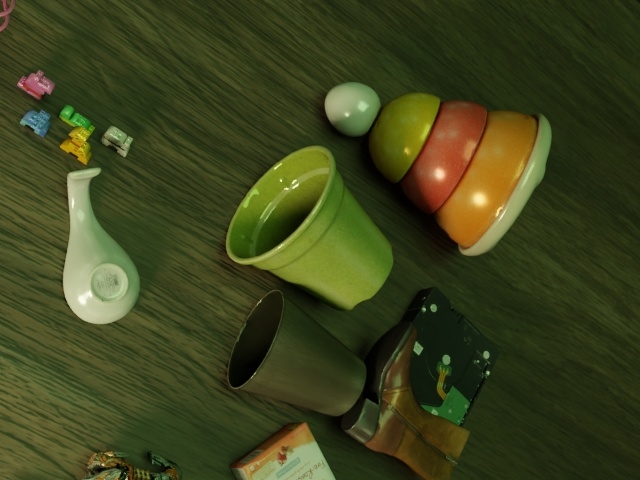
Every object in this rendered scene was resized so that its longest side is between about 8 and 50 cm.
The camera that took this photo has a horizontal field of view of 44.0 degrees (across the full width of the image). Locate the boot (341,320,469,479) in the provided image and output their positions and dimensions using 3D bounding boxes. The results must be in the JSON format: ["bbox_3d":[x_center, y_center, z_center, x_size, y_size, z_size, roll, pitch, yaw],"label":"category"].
[{"bbox_3d":[0.208,0.335,1.606,0.280,0.096,0.264,34,63,-21],"label":"boot"}]

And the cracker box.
[{"bbox_3d":[-0.047,0.485,1.505,0.155,0.067,0.232,-30,95,-32],"label":"cracker box"}]

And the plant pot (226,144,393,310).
[{"bbox_3d":[0.000,0.000,1.558,0.254,0.276,0.276,42,60,-30],"label":"plant pot"}]

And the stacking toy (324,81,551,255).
[{"bbox_3d":[0.229,-0.213,1.755,0.479,0.350,0.351,27,64,-3],"label":"stacking toy"}]

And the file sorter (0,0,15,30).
[{"bbox_3d":[-0.604,-0.411,1.254,0.202,0.290,0.182,-10,86,-33],"label":"file sorter"}]

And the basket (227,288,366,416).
[{"bbox_3d":[-0.037,0.237,1.527,0.227,0.154,0.204,33,64,-25],"label":"basket"}]

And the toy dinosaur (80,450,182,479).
[{"bbox_3d":[-0.264,0.483,1.334,0.321,0.164,0.218,24,48,-2],"label":"toy dinosaur"}]

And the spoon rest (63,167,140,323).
[{"bbox_3d":[-0.400,0.012,1.411,0.137,0.084,0.276,-13,99,-32],"label":"spoon rest"}]

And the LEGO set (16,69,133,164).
[{"bbox_3d":[-0.443,-0.208,1.415,0.227,0.093,0.087,34,63,-20],"label":"LEGO set"}]

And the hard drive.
[{"bbox_3d":[0.233,0.301,1.722,0.237,0.064,0.339,43,59,-15],"label":"hard drive"}]
